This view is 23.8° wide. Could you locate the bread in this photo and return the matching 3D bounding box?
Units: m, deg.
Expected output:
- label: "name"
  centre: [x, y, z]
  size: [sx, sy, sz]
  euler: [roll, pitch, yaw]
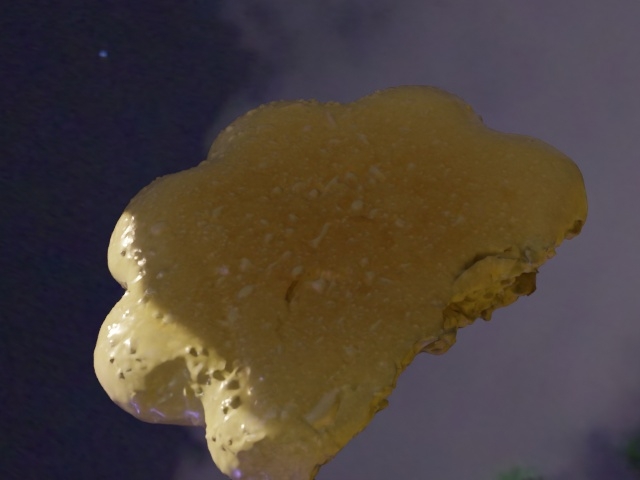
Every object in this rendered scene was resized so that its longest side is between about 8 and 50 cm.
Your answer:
- label: "bread"
  centre: [0.000, 0.000, 0.711]
  size: [0.251, 0.182, 0.039]
  euler: [-39, -30, -31]
